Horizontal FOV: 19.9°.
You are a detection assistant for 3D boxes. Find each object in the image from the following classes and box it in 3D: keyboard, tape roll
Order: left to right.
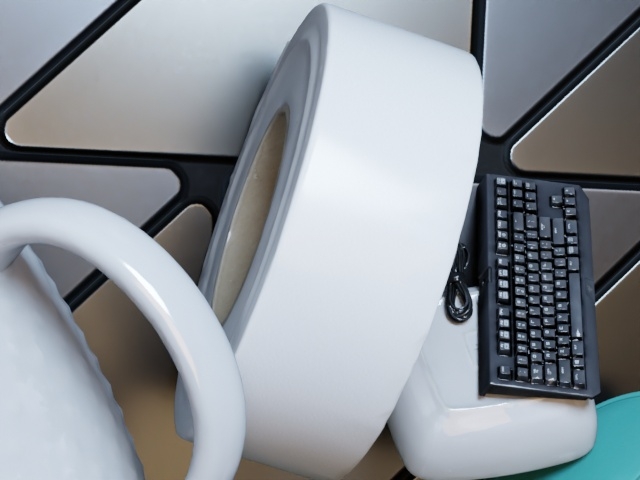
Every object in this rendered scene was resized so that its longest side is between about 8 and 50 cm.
[{"bbox_3d":[0.000,0.000,1.125,0.100,0.286,0.286,18,88,-10],"label":"tape roll"},{"bbox_3d":[0.131,0.027,1.224,0.108,0.023,0.180,4,50,0],"label":"keyboard"}]

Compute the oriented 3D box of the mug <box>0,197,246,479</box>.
[{"bbox_3d":[-0.209,0.122,1.044,0.374,0.276,0.328,-32,90,26],"label":"mug"}]

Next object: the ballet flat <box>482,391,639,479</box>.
[{"bbox_3d":[0.112,0.258,1.246,0.400,0.139,0.139,-37,98,-4],"label":"ballet flat"}]

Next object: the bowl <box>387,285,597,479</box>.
[{"bbox_3d":[0.111,0.086,1.224,0.142,0.053,0.142,-7,52,-10],"label":"bowl"}]
